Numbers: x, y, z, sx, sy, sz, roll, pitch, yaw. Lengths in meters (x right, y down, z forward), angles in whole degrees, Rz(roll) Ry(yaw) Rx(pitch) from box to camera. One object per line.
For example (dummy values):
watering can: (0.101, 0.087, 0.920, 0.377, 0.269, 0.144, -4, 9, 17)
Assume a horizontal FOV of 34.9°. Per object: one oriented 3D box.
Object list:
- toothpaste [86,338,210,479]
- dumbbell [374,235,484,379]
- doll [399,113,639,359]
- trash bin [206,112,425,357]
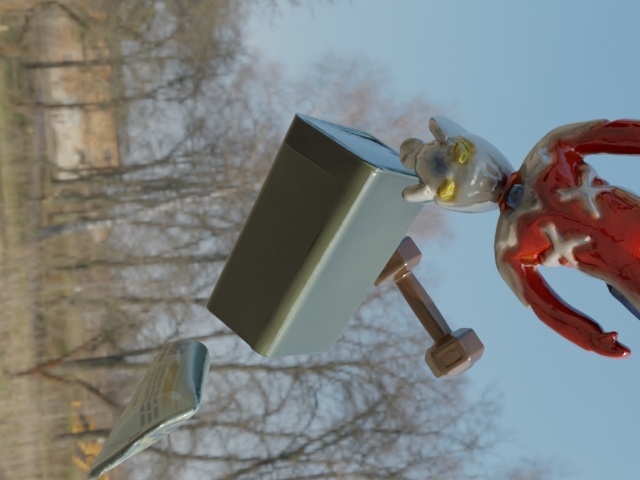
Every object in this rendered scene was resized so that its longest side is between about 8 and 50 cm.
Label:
toothpaste: (-0.096, 0.095, 0.637, 0.037, 0.067, 0.255, 57, 0, -4)
dumbbell: (0.159, 0.104, 1.573, 0.231, 0.092, 0.082, 56, 14, 8)
doll: (0.221, -0.011, 0.811, 0.384, 0.099, 0.188, 26, -83, 35)
trash bin: (0.000, 0.000, 1.123, 0.122, 0.164, 0.240, 37, -72, 28)
